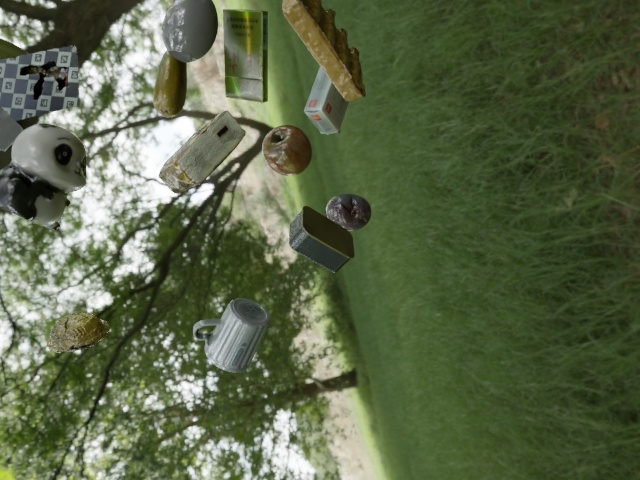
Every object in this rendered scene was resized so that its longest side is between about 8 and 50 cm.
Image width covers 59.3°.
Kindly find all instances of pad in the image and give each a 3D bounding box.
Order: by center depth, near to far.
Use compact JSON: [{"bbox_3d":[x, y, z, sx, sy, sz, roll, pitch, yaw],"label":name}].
[{"bbox_3d":[-0.829,-0.308,1.407,0.157,0.112,0.003,49,-148,-19],"label":"pad"}]

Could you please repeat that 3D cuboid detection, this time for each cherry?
[{"bbox_3d":[0.099,-0.107,2.105,0.176,0.175,0.140,-106,15,-79],"label":"cherry"}]

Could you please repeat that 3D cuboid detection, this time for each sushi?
[{"bbox_3d":[-0.793,-0.440,1.596,0.043,0.279,0.193,16,-114,-75],"label":"sushi"}]

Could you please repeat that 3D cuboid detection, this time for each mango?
[{"bbox_3d":[-0.528,-0.567,2.009,0.156,0.114,0.251,-82,9,-79],"label":"mango"}]

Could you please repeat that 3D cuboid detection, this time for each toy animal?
[{"bbox_3d":[-0.650,-0.158,1.318,0.165,0.235,0.187,32,174,8],"label":"toy animal"}]

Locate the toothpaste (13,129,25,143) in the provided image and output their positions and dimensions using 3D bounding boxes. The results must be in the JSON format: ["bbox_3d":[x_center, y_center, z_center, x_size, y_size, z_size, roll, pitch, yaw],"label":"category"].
[{"bbox_3d":[-1.087,-0.327,1.882,0.323,0.100,0.066,-37,-66,-51],"label":"toothpaste"}]

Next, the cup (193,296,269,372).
[{"bbox_3d":[-0.291,0.313,1.862,0.167,0.221,0.202,44,117,32],"label":"cup"}]

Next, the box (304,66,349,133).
[{"bbox_3d":[0.041,-0.513,1.953,0.135,0.079,0.270,43,-121,-50],"label":"box"}]

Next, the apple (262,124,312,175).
[{"bbox_3d":[-0.125,-0.342,2.159,0.174,0.188,0.188,60,-169,-46],"label":"apple"}]

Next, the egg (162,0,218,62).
[{"bbox_3d":[-0.429,-0.714,1.871,0.176,0.176,0.232,83,-149,-87],"label":"egg"}]

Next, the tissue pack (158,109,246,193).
[{"bbox_3d":[-0.285,-0.200,1.334,0.092,0.183,0.226,47,161,-19],"label":"tissue pack"}]

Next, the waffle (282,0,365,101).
[{"bbox_3d":[0.010,-0.584,1.593,0.348,0.077,0.304,48,-155,-32],"label":"waffle"}]

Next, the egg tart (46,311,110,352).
[{"bbox_3d":[-0.950,0.350,2.191,0.252,0.231,0.099,13,122,41],"label":"egg tart"}]

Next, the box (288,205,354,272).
[{"bbox_3d":[0.000,0.000,1.744,0.200,0.090,0.145,30,-149,-23],"label":"box"}]

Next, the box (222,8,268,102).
[{"bbox_3d":[-0.270,-0.666,2.031,0.043,0.172,0.312,-36,-46,-55],"label":"box"}]

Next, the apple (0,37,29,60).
[{"bbox_3d":[-1.161,-0.566,1.934,0.360,0.319,0.312,9,-107,-50],"label":"apple"}]
